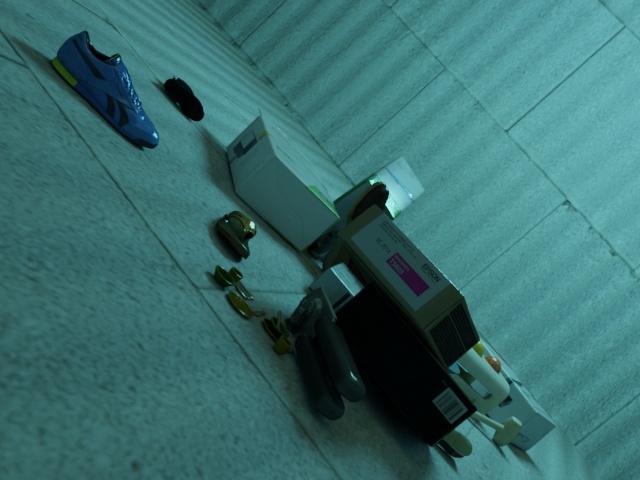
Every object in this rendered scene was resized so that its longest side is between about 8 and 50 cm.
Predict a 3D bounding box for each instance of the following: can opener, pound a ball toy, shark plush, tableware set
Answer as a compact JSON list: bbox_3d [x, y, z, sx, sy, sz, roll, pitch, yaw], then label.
[{"bbox_3d":[0.016,0.163,1.174,0.095,0.076,0.283,43,10,-26],"label":"can opener"},{"bbox_3d":[0.365,0.323,1.953,0.319,0.135,0.208,42,11,-29],"label":"pound a ball toy"},{"bbox_3d":[0.000,0.000,1.805,0.073,0.067,0.161,51,10,17],"label":"shark plush"},{"bbox_3d":[-0.089,0.095,1.141,0.154,0.024,0.104,51,10,17],"label":"tableware set"}]

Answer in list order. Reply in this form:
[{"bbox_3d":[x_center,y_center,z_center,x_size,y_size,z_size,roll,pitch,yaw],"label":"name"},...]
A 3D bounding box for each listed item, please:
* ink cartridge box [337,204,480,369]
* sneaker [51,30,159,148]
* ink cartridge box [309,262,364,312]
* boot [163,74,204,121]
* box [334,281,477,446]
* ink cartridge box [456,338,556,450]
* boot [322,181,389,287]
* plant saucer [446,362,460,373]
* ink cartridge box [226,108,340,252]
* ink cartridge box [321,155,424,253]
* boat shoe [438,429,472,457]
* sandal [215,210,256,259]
[{"bbox_3d":[0.148,0.078,1.346,0.235,0.088,0.193,50,-4,32],"label":"ink cartridge box"},{"bbox_3d":[-0.317,-0.234,1.270,0.209,0.082,0.069,46,7,-23],"label":"sneaker"},{"bbox_3d":[0.120,0.189,1.598,0.333,0.065,0.165,48,9,7],"label":"ink cartridge box"},{"bbox_3d":[-0.299,-0.317,1.818,0.121,0.045,0.099,46,7,-6],"label":"boot"},{"bbox_3d":[0.136,0.212,1.365,0.261,0.103,0.184,50,-1,14],"label":"box"},{"bbox_3d":[0.499,0.422,2.227,0.197,0.114,0.273,37,15,-53],"label":"ink cartridge box"},{"bbox_3d":[0.140,0.013,1.738,0.206,0.249,0.090,27,-6,29],"label":"boot"},{"bbox_3d":[0.197,0.198,1.605,0.195,0.037,0.195,46,9,-9],"label":"plant saucer"},{"bbox_3d":[-0.094,-0.144,1.801,0.207,0.119,0.353,43,11,-24],"label":"ink cartridge box"},{"bbox_3d":[0.115,-0.083,1.984,0.117,0.201,0.278,55,28,-1],"label":"ink cartridge box"},{"bbox_3d":[0.216,0.344,1.475,0.137,0.049,0.043,44,-33,-8],"label":"boat shoe"},{"bbox_3d":[-0.131,-0.022,1.347,0.072,0.049,0.180,46,9,-11],"label":"sandal"}]
